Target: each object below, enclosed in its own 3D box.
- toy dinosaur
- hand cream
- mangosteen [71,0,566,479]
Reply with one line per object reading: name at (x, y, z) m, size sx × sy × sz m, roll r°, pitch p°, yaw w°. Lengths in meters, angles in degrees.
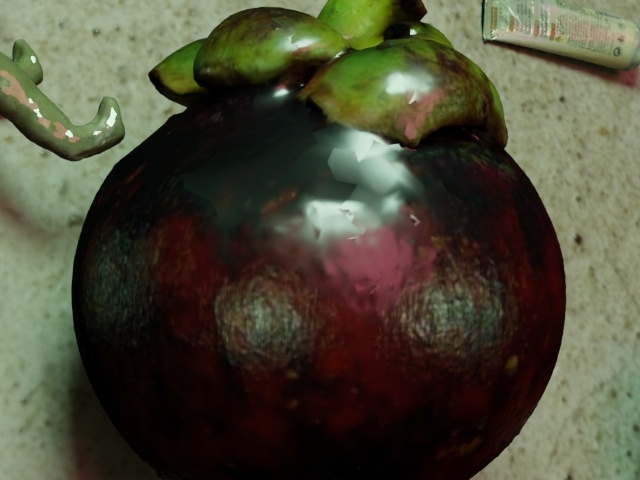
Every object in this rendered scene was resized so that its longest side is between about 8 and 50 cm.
toy dinosaur at (-0.244, -0.122, 1.170) m, size 0.162 × 0.077 × 0.294 m, roll -19°, pitch 64°, yaw -34°
hand cream at (0.191, -0.166, 1.511) m, size 0.143 × 0.039 × 0.061 m, roll 13°, pitch 67°, yaw -18°
mangosteen at (0.001, 0.017, 1.116) m, size 0.311 × 0.311 × 0.311 m, roll 15°, pitch 60°, yaw -27°
